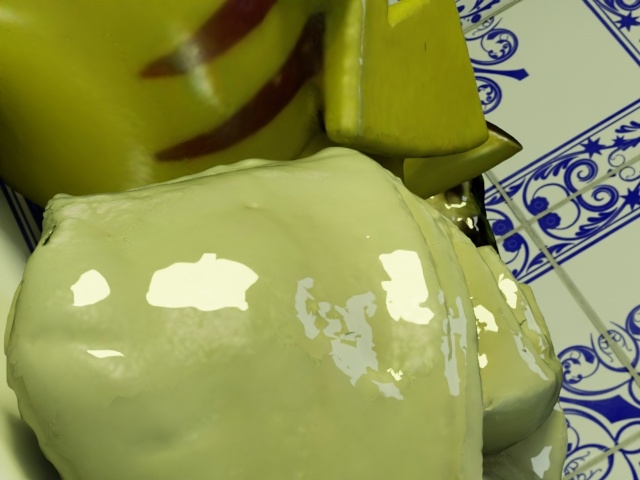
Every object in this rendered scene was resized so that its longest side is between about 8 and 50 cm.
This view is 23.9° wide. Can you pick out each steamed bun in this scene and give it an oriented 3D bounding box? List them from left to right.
[{"bbox_3d":[0.009,0.060,0.471,0.218,0.144,0.211,60,-1,-2],"label":"steamed bun"}]

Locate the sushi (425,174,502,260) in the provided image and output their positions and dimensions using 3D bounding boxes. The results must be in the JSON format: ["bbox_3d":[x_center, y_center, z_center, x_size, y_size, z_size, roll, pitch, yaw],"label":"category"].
[{"bbox_3d":[0.000,0.000,0.865,0.350,0.211,0.171,-108,177,-50],"label":"sushi"}]

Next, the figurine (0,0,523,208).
[{"bbox_3d":[-0.042,-0.064,0.609,0.169,0.218,0.327,18,-32,35],"label":"figurine"}]
